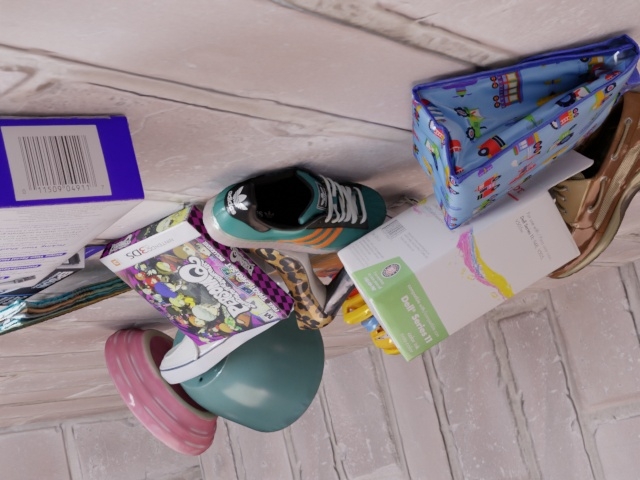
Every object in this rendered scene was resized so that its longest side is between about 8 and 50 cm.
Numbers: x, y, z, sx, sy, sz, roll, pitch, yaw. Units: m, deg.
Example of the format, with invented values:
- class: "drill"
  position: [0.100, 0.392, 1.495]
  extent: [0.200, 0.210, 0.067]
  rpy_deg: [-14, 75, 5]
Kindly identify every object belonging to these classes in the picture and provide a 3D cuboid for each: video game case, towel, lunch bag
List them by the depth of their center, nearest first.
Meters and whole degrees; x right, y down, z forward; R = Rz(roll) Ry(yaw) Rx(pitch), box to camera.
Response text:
- class: "lunch bag"
  position: [0.273, -0.152, 1.342]
  extent: [0.293, 0.138, 0.221]
  rpy_deg: [-23, 165, -1]
- class: "video game case"
  position: [-0.189, 0.060, 1.627]
  extent: [0.210, 0.042, 0.232]
  rpy_deg: [-20, 126, 38]
- class: "towel"
  position: [-0.470, 0.117, 1.762]
  extent: [0.271, 0.040, 0.370]
  rpy_deg: [-19, 180, 25]

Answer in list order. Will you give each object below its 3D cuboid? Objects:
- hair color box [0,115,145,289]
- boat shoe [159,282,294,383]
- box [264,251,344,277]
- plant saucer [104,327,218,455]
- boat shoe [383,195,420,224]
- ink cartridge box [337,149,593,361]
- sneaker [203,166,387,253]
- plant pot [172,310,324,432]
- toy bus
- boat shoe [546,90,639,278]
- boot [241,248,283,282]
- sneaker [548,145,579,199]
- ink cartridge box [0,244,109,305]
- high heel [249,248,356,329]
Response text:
- class: "hair color box"
  position: [-0.360, -0.032, 1.208]
  extent: [0.185, 0.110, 0.339]
  rpy_deg: [-5, 164, -38]
- class: "boat shoe"
  position: [-0.206, 0.138, 2.055]
  extent: [0.367, 0.156, 0.136]
  rpy_deg: [-34, -168, 29]
- class: "box"
  position: [0.000, 0.000, 1.766]
  extent: [0.130, 0.091, 0.170]
  rpy_deg: [-21, 165, 32]
- class: "plant saucer"
  position: [-0.336, 0.319, 2.358]
  extent: [0.084, 0.332, 0.332]
  rpy_deg: [-39, 162, 11]
- class: "boat shoe"
  position: [0.138, -0.041, 1.788]
  extent: [0.076, 0.083, 0.226]
  rpy_deg: [-60, 170, 4]
- class: "ink cartridge box"
  position: [0.220, 0.000, 1.507]
  extent: [0.353, 0.119, 0.207]
  rpy_deg: [-32, -158, -1]
- class: "sneaker"
  position: [-0.010, -0.044, 1.519]
  extent: [0.302, 0.108, 0.121]
  rpy_deg: [-4, 167, -36]
- class: "plant pot"
  position: [-0.178, 0.253, 2.300]
  extent: [0.293, 0.293, 0.235]
  rpy_deg: [-22, 150, 35]
- class: "toy bus"
  position: [0.103, 0.107, 2.088]
  extent: [0.211, 0.220, 0.149]
  rpy_deg: [6, 155, -41]
- class: "boat shoe"
  position: [0.397, -0.090, 1.568]
  extent: [0.120, 0.122, 0.324]
  rpy_deg: [19, 120, -20]
- class: "boot"
  position: [-0.161, 0.027, 1.757]
  extent: [0.123, 0.095, 0.258]
  rpy_deg: [-14, 161, 34]
- class: "sneaker"
  position: [0.349, -0.106, 1.689]
  extent: [0.236, 0.095, 0.104]
  rpy_deg: [-3, -178, -27]
- class: "ink cartridge box"
  position: [-0.463, 0.056, 1.638]
  extent: [0.206, 0.045, 0.208]
  rpy_deg: [-23, 166, 39]
- class: "high heel"
  position: [-0.075, 0.049, 1.645]
  extent: [0.261, 0.093, 0.186]
  rpy_deg: [25, 131, -13]
